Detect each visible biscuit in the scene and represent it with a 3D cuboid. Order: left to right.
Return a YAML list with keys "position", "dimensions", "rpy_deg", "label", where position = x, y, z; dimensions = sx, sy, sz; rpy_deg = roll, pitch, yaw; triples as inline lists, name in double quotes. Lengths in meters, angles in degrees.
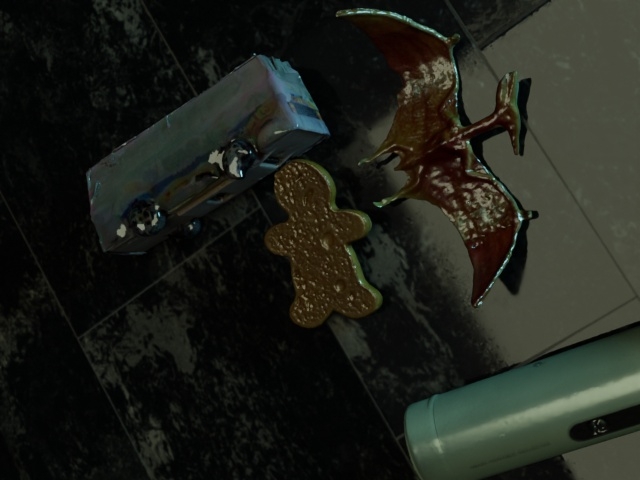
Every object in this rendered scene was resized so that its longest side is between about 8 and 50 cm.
- position: [0.000, 0.000, 1.320]
  dimensions: [0.138, 0.031, 0.205]
  rpy_deg: [-14, 99, 25]
  label: "biscuit"

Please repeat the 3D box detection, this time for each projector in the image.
- position: [0.258, 0.176, 1.188]
  dimensions: [0.337, 0.108, 0.108]
  rpy_deg: [-23, 82, 23]
  label: "projector"

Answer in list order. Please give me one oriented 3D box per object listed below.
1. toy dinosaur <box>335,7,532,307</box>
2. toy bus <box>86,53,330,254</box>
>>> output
- position: [0.129, -0.095, 1.234]
  dimensions: [0.206, 0.113, 0.327]
  rpy_deg: [3, 94, 23]
  label: "toy dinosaur"
- position: [-0.151, -0.099, 1.360]
  dimensions: [0.317, 0.112, 0.138]
  rpy_deg: [-29, 76, 21]
  label: "toy bus"
